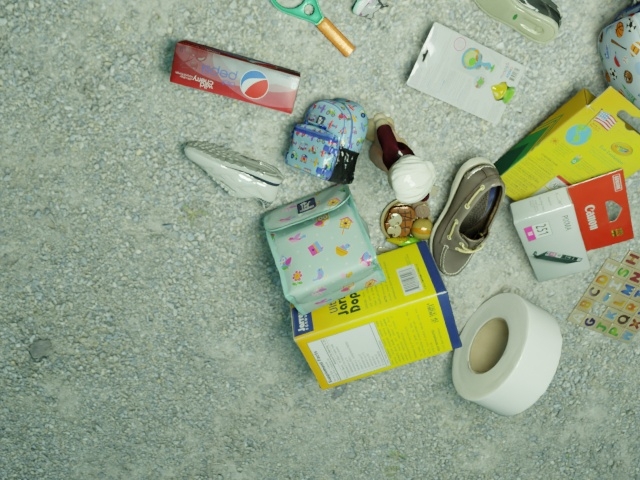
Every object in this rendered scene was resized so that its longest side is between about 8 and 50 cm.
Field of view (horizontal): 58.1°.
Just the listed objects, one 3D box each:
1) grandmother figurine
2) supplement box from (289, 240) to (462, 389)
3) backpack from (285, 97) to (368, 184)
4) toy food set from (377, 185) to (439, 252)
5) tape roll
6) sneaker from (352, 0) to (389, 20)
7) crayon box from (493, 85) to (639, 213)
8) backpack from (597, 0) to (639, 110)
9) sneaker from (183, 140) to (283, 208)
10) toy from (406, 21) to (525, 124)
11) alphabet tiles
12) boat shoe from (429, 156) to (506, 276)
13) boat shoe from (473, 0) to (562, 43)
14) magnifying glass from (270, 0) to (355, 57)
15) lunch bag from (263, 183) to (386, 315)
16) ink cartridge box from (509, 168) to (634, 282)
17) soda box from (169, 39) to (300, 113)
[{"bbox_3d":[0.161,-0.158,1.178,0.104,0.342,0.208,-41,107,14],"label":"grandmother figurine"},{"bbox_3d":[0.126,0.178,1.376,0.356,0.195,0.194,-18,127,6],"label":"supplement box"},{"bbox_3d":[0.017,-0.225,1.246,0.117,0.158,0.173,3,113,-46],"label":"backpack"},{"bbox_3d":[0.212,-0.043,1.390,0.132,0.038,0.192,8,112,-5],"label":"toy food set"},{"bbox_3d":[0.443,0.273,1.397,0.100,0.286,0.286,27,109,-13],"label":"tape roll"},{"bbox_3d":[0.115,-0.509,1.199,0.069,0.038,0.098,21,120,-11],"label":"sneaker"},{"bbox_3d":[0.561,-0.184,1.256,0.202,0.081,0.318,33,133,-14],"label":"crayon box"},{"bbox_3d":[0.688,-0.373,1.148,0.213,0.263,0.276,-13,100,12],"label":"backpack"},{"bbox_3d":[-0.206,-0.150,1.314,0.235,0.090,0.095,23,119,-9],"label":"sneaker"},{"bbox_3d":[0.312,-0.361,1.254,0.237,0.056,0.137,20,107,-15],"label":"toy"},{"bbox_3d":[0.789,0.145,1.500,0.198,0.009,0.237,21,111,-9],"label":"alphabet tiles"},{"bbox_3d":[0.339,-0.031,1.332,0.117,0.096,0.324,-1,130,-17],"label":"boat shoe"},{"bbox_3d":[0.400,-0.504,1.198,0.233,0.084,0.079,31,70,-6],"label":"boat shoe"},{"bbox_3d":[-0.017,-0.479,1.213,0.231,0.026,0.092,41,106,-17],"label":"magnifying glass"},{"bbox_3d":[0.000,0.000,1.305,0.223,0.262,0.160,-22,151,6],"label":"lunch bag"},{"bbox_3d":[0.585,-0.022,1.314,0.239,0.060,0.275,-18,139,22],"label":"ink cartridge box"},{"bbox_3d":[-0.177,-0.348,1.225,0.263,0.092,0.083,13,112,-7],"label":"soda box"}]
